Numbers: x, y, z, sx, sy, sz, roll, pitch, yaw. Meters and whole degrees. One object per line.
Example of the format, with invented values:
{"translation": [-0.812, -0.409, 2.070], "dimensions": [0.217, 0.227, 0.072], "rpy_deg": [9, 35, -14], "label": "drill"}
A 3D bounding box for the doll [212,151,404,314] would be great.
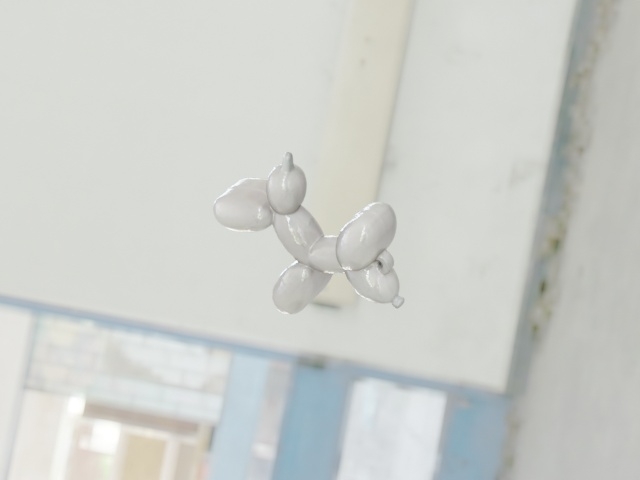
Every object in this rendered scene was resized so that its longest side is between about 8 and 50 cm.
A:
{"translation": [0.000, 0.000, 1.544], "dimensions": [0.160, 0.161, 0.059], "rpy_deg": [-24, 14, 50], "label": "doll"}
